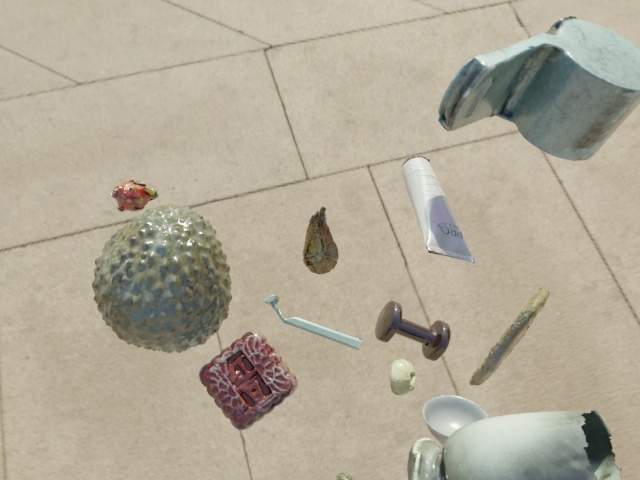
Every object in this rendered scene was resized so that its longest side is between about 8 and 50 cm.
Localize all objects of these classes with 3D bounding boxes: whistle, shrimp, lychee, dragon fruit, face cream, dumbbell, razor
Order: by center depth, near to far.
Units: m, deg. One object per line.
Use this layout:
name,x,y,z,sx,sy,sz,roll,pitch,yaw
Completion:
whistle,0.383,-0.269,1.040,0.405,0.168,0.188,5,52,-17
face cream,0.192,-0.055,1.050,0.092,0.058,0.243,12,39,-21
lychee,-0.274,0.071,1.083,0.255,0.255,0.274,26,100,12
shrimp,0.000,0.000,1.458,0.091,0.184,0.043,7,27,15
dragon fruit,-0.468,-0.115,1.537,0.086,0.116,0.081,-1,98,28
razor,-0.022,0.227,1.615,0.278,0.111,0.056,27,82,6
dumbbell,0.299,0.294,1.967,0.225,0.140,0.124,24,33,-13

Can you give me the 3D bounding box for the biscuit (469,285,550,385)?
biscuit,0.417,0.197,1.296,0.038,0.141,0.290,38,76,20

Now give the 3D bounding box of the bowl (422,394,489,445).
bowl,0.375,0.529,1.710,0.189,0.086,0.189,4,23,-2

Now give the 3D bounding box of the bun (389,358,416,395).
bun,0.197,0.320,1.420,0.055,0.086,0.086,-4,59,25

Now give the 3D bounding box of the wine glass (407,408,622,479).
wine glass,0.197,0.240,0.633,0.204,0.111,0.111,-23,56,33

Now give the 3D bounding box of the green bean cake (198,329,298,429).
green bean cake,-0.123,0.238,1.040,0.136,0.056,0.135,-38,80,-2

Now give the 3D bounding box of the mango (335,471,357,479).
mango,0.120,0.796,1.672,0.146,0.192,0.316,-25,53,-9
